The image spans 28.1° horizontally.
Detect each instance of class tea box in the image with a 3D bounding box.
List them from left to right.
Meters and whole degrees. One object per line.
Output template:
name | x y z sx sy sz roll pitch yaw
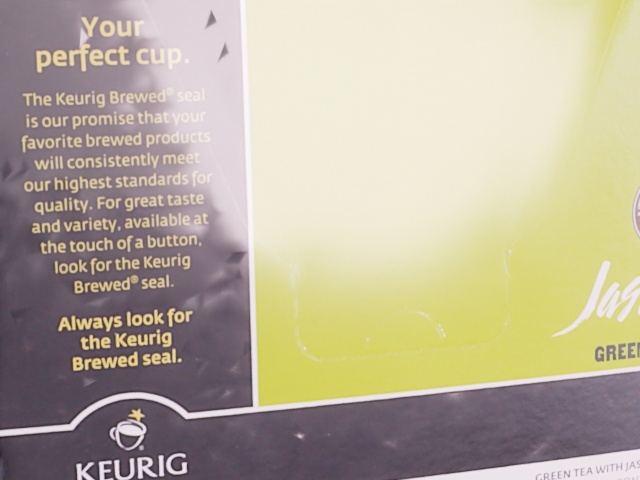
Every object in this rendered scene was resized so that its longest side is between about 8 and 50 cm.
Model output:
tea box | 0.000 0.000 0.600 0.329 0.220 0.323 -3 99 -17
